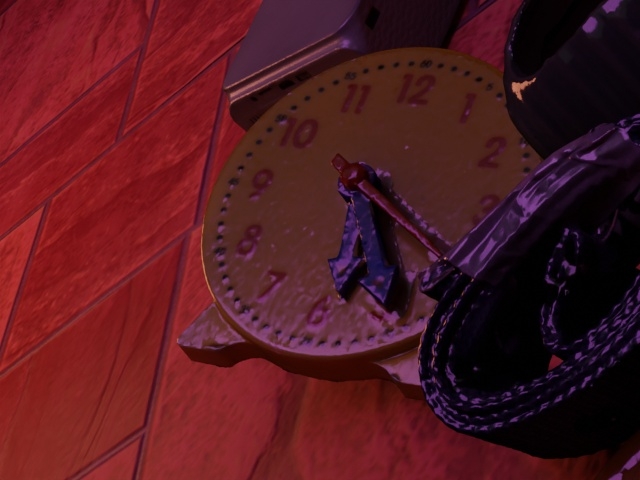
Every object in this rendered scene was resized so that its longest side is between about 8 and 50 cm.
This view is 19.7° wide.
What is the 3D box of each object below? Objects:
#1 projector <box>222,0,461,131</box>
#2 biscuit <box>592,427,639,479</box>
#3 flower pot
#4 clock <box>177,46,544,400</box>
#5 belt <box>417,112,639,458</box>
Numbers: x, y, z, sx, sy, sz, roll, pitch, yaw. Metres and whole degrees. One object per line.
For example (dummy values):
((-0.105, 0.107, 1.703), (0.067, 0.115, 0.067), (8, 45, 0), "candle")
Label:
((0.034, -0.216, 1.741), (0.198, 0.108, 0.250), (-21, 37, 46), "projector")
((0.210, 0.158, 0.952), (0.262, 0.037, 0.262), (-39, 24, 22), "biscuit")
((0.233, -0.139, 1.213), (0.243, 0.157, 0.189), (-45, 22, 10), "flower pot")
((0.035, -0.027, 1.364), (0.277, 0.071, 0.293), (1, 57, 29), "clock")
((0.171, 0.031, 1.093), (0.230, 0.126, 0.139), (-47, 52, 18), "belt")
